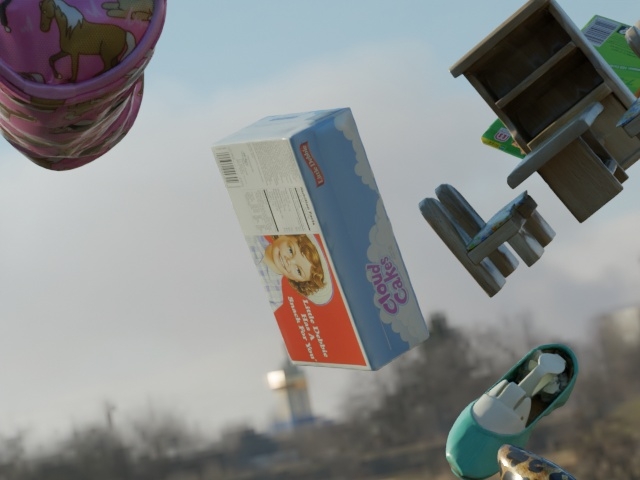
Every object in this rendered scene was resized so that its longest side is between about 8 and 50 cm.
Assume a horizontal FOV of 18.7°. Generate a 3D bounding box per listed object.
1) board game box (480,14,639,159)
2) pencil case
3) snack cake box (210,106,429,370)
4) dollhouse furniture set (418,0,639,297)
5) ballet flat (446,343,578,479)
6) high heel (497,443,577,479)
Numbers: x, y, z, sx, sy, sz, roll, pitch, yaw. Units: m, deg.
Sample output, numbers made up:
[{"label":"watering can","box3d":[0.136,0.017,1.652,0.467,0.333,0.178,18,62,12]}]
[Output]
[{"label":"board game box","box3d":[0.312,-0.171,2.333,0.124,0.039,0.259,24,53,33]},{"label":"pencil case","box3d":[-0.212,-0.163,1.598,0.167,0.160,0.386,-42,0,-10]},{"label":"snack cake box","box3d":[0.000,0.000,2.047,0.089,0.264,0.152,-29,16,-34]},{"label":"dollhouse furniture set","box3d":[0.179,-0.101,1.546,0.212,0.161,0.242,-40,-1,16]},{"label":"ballet flat","box3d":[0.225,0.186,2.255,0.247,0.083,0.087,-36,-29,-48]},{"label":"high heel","box3d":[0.189,0.302,1.947,0.186,0.261,0.093,-1,-48,-30]}]
